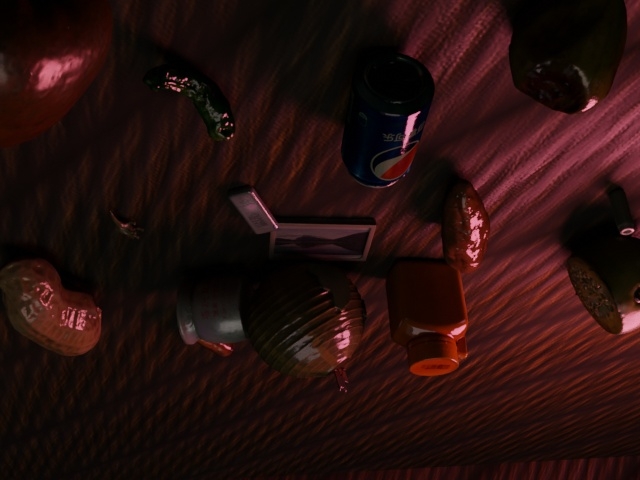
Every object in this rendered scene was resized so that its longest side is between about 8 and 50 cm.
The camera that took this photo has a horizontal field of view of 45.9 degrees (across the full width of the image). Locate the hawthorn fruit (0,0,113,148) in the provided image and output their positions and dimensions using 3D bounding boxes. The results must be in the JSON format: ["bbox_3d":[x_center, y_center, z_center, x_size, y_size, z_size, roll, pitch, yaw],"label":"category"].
[{"bbox_3d":[-0.383,-0.224,0.832,0.267,0.268,0.301,13,148,-24],"label":"hawthorn fruit"}]

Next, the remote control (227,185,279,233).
[{"bbox_3d":[-0.121,-0.053,1.375,0.053,0.018,0.124,-12,141,20],"label":"remote control"}]

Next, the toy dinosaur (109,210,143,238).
[{"bbox_3d":[-0.359,-0.025,1.405,0.041,0.026,0.113,11,160,9],"label":"toy dinosaur"}]

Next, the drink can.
[{"bbox_3d":[0.093,-0.171,1.108,0.118,0.118,0.205,0,151,-5],"label":"drink can"}]

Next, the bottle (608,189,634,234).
[{"bbox_3d":[0.549,-0.051,1.378,0.030,0.083,0.030,-2,150,-1],"label":"bottle"}]

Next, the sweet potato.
[{"bbox_3d":[0.261,-0.028,1.393,0.097,0.097,0.252,-9,145,10],"label":"sweet potato"}]

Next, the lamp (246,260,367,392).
[{"bbox_3d":[-0.015,0.179,1.532,0.250,0.284,0.250,-29,160,-12],"label":"lamp"}]

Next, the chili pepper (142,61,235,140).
[{"bbox_3d":[-0.179,-0.206,1.068,0.050,0.073,0.182,5,164,36],"label":"chili pepper"}]

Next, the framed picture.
[{"bbox_3d":[0.000,0.000,1.491,0.203,0.015,0.150,1,150,-6],"label":"framed picture"}]

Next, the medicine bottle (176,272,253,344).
[{"bbox_3d":[-0.219,0.143,1.589,0.142,0.147,0.147,-5,150,9],"label":"medicine bottle"}]

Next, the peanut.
[{"bbox_3d":[-0.558,0.138,1.567,0.153,0.140,0.325,-21,145,-4],"label":"peanut"}]

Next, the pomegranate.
[{"bbox_3d":[0.610,0.088,1.533,0.159,0.190,0.241,-27,149,-7],"label":"pomegranate"}]

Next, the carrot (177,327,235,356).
[{"bbox_3d":[-0.276,0.237,1.844,0.055,0.055,0.161,-26,135,34],"label":"carrot"}]

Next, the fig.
[{"bbox_3d":[0.324,-0.256,0.983,0.144,0.154,0.166,27,110,-18],"label":"fig"}]

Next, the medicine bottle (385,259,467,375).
[{"bbox_3d":[0.222,0.160,1.576,0.149,0.222,0.112,3,149,-10],"label":"medicine bottle"}]
